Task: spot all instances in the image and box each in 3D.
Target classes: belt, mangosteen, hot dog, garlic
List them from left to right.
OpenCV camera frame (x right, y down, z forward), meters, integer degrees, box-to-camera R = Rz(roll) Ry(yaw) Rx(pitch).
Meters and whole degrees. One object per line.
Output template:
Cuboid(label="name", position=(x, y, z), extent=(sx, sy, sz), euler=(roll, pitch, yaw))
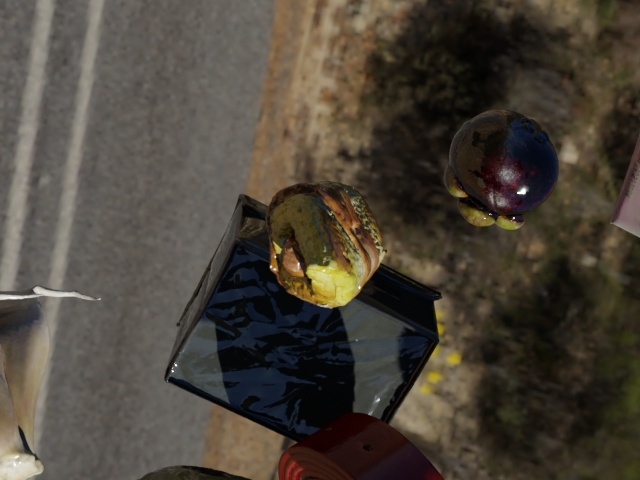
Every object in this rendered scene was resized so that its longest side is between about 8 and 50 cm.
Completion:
Cuboid(label="garlic", position=(-0.522, 0.184, 1.997), extent=(0.231, 0.246, 0.340), euler=(67, 34, -59))
Cuboid(label="hot dog", position=(-0.003, 0.005, 1.274), extent=(0.123, 0.093, 0.261), euler=(66, 12, 1))
Cuboid(label="belt", position=(0.085, 0.379, 1.721), extent=(0.115, 0.324, 0.227), euler=(-28, 155, -33))
Cuboid(label="mangosteen", position=(0.313, -0.127, 2.290), extent=(0.210, 0.210, 0.210), euler=(16, 90, -79))

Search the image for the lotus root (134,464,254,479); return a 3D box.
Cuboid(label="lotus root", position=(-0.117, 0.335, 1.488), extent=(0.278, 0.154, 0.154), euler=(16, 90, -38))

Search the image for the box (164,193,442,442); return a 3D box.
Cuboid(label="box", position=(-0.023, 0.137, 1.932), extent=(0.251, 0.345, 0.204), euler=(-61, -171, 19))

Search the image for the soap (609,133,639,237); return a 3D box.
Cuboid(label="soap", position=(0.500, -0.096, 1.713), extent=(0.182, 0.138, 0.199), euler=(-19, 134, -40))
